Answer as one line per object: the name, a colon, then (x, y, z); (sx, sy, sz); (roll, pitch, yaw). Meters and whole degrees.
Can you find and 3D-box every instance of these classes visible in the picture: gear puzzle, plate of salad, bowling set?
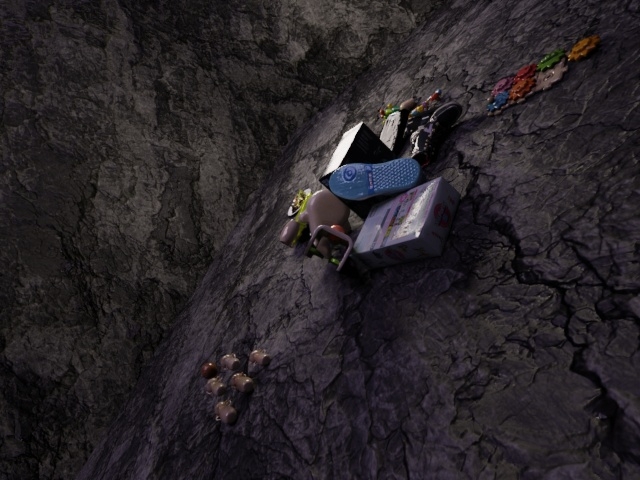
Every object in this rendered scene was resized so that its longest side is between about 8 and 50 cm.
gear puzzle: (0.658, -0.507, 1.247); (0.339, 0.044, 0.175); (-21, 36, 53)
plate of salad: (-0.131, -0.230, 2.408); (0.200, 0.048, 0.199); (-41, 23, 22)
bowling set: (-0.332, 0.471, 1.456); (0.287, 0.200, 0.154); (-56, 19, -23)

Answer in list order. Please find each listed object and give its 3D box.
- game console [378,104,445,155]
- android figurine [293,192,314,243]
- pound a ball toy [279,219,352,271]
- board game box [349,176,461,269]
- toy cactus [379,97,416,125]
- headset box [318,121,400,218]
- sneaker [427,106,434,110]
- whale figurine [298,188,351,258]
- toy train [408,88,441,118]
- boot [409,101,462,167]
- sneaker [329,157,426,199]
game console: (0.375, -0.466, 1.720); (0.361, 0.044, 0.213); (-2, 68, 56)
android figurine: (-0.090, -0.104, 2.005); (0.248, 0.056, 0.272); (123, 167, -48)
pound a ball toy: (0.000, 0.000, 1.353); (0.135, 0.208, 0.319); (-63, -4, -4)
board game box: (0.248, -0.041, 1.244); (0.303, 0.098, 0.224); (-20, 37, 56)
toy cactus: (0.370, -0.626, 1.988); (0.181, 0.112, 0.219); (-35, 16, 14)
headset box: (0.166, -0.276, 1.591); (0.131, 0.246, 0.283); (-21, 37, 52)
sneaker: (0.450, -0.526, 1.739); (0.083, 0.032, 0.037); (-47, 4, 3)
whale figurine: (0.013, -0.067, 1.641); (0.141, 0.217, 0.271); (-173, 93, -79)
toy train: (0.457, -0.581, 1.795); (0.125, 0.046, 0.166); (-46, 8, -38)
boot: (0.410, -0.370, 1.480); (0.236, 0.085, 0.178); (-38, 25, 46)
sneaker: (0.205, -0.187, 1.392); (0.319, 0.208, 0.127); (0, 85, 29)
